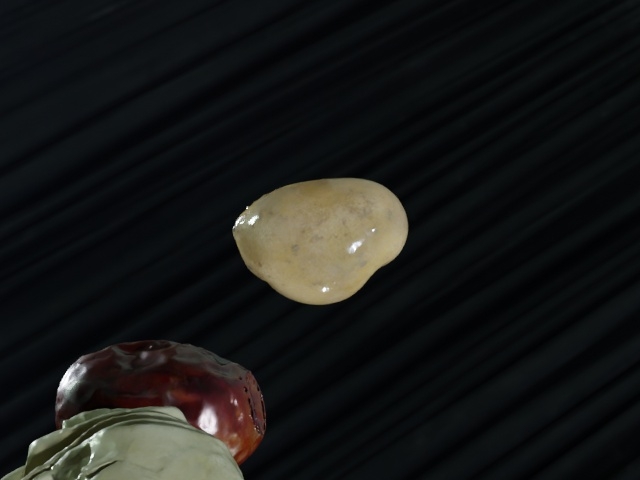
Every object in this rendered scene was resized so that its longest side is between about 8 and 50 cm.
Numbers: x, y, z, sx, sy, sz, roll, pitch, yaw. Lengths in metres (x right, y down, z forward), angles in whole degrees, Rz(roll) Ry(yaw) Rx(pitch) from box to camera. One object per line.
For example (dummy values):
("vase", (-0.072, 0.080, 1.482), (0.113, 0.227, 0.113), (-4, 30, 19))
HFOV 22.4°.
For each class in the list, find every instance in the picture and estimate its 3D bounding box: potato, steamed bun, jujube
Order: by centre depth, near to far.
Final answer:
("potato", (0.002, -0.001, 1.374), (0.112, 0.147, 0.112), (-15, -90, -85))
("steamed bun", (-0.196, 0.287, 1.619), (0.276, 0.203, 0.289), (29, 134, -16))
("jujube", (-0.188, 0.209, 1.926), (0.183, 0.243, 0.183), (-4, -90, -77))
